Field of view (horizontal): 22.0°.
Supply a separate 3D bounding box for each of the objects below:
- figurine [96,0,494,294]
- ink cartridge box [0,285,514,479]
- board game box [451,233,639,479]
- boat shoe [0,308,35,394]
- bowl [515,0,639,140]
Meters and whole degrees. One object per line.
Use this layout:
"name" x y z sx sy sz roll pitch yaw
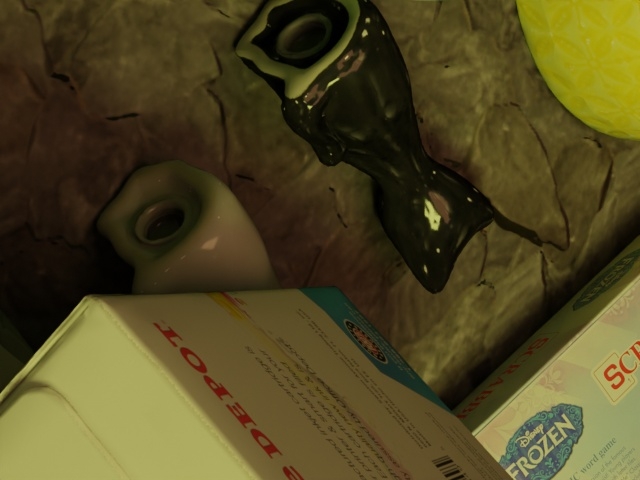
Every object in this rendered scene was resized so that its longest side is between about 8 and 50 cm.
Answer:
"figurine" 0.000 0.000 0.956 0.215 0.092 0.209 -53 131 -14
"ink cartridge box" -0.041 0.156 0.763 0.197 0.198 0.270 -47 164 14
"board game box" 0.264 0.173 1.148 0.318 0.066 0.318 -39 101 -24
"boat shoe" -0.223 0.026 0.762 0.103 0.118 0.320 -43 136 -14
"bowl" 0.280 -0.198 1.079 0.289 0.156 0.289 -11 108 -37
